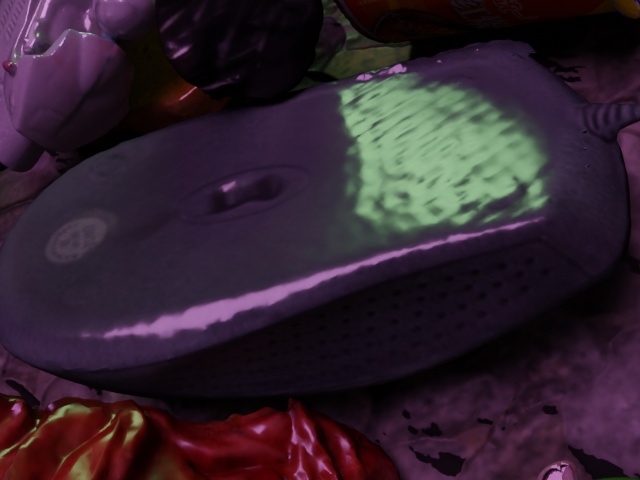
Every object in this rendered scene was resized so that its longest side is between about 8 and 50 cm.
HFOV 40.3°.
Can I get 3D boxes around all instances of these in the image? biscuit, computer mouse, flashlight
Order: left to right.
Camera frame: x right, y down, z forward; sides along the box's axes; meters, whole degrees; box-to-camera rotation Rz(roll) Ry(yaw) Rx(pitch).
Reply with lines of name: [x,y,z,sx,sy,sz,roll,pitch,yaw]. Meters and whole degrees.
biscuit: [-0.183,-0.173,0.760,0.333,0.047,0.202,24,73,39]
flashlight: [-0.070,-0.232,0.645,0.103,0.103,0.424,-27,34,9]
computer mouse: [0.000,0.000,0.496,0.370,0.122,0.188,-16,44,10]

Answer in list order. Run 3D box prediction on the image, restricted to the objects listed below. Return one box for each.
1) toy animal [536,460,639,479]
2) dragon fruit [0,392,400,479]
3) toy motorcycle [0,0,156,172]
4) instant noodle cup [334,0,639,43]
toy animal: [0.095,0.197,0.345,0.103,0.100,0.208,-36,36,58]
dragon fruit: [-0.116,0.172,0.426,0.330,0.302,0.240,-30,15,-13]
toy motorcycle: [-0.177,-0.168,0.646,0.170,0.110,0.260,11,78,42]
instant noodle cup: [0.098,-0.225,0.553,0.174,0.213,0.213,-7,55,33]
